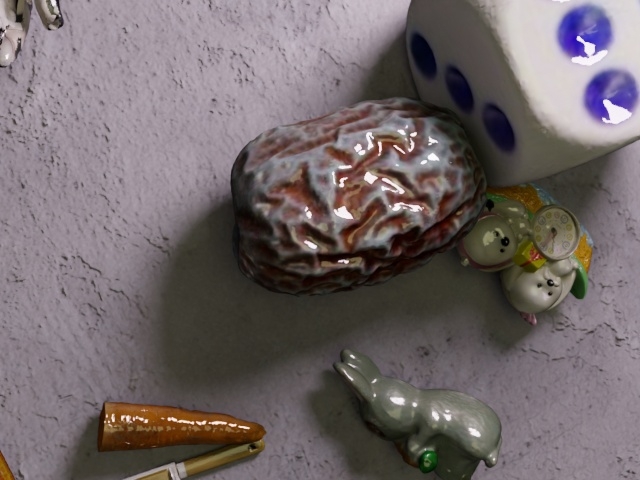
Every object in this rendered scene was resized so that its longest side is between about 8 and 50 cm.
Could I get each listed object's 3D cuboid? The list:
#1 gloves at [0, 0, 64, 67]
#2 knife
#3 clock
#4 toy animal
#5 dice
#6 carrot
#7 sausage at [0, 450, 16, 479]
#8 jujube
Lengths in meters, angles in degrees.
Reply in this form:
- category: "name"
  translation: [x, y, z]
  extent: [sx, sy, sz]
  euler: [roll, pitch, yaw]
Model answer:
- category: "gloves"
  translation: [-0.377, -0.304, 1.157]
  extent: [0.128, 0.111, 0.212]
  euler: [3, 87, -36]
- category: "knife"
  translation: [-0.189, 0.305, 1.243]
  extent: [0.256, 0.022, 0.046]
  euler: [-17, 97, -11]
- category: "clock"
  translation: [0.263, 0.009, 1.297]
  extent: [0.231, 0.103, 0.144]
  euler: [41, 74, -11]
- category: "toy animal"
  translation: [0.119, 0.227, 1.281]
  extent: [0.236, 0.108, 0.138]
  euler: [29, 41, 9]
- category: "dice"
  translation: [0.294, -0.245, 1.198]
  extent: [0.304, 0.304, 0.276]
  euler: [-25, 95, -11]
- category: "carrot"
  translation: [-0.169, 0.235, 1.230]
  extent: [0.210, 0.061, 0.061]
  euler: [5, 90, -15]
- category: "sausage"
  translation: [-0.384, 0.325, 1.177]
  extent: [0.082, 0.082, 0.371]
  euler: [-25, 97, -11]
- category: "jujube"
  translation: [0.043, -0.053, 1.189]
  extent: [0.317, 0.226, 0.226]
  euler: [-15, 94, -8]
